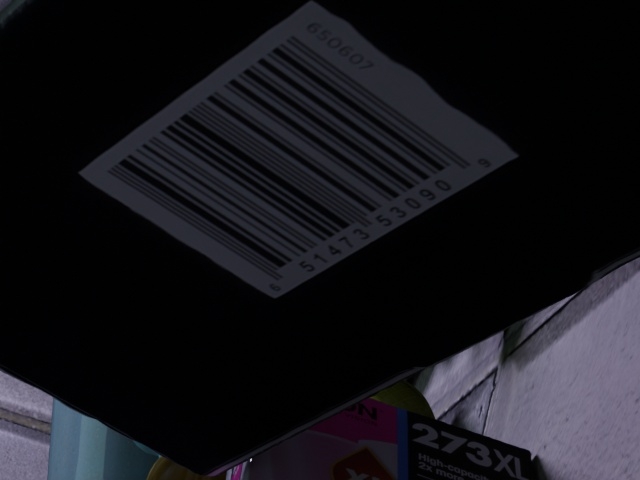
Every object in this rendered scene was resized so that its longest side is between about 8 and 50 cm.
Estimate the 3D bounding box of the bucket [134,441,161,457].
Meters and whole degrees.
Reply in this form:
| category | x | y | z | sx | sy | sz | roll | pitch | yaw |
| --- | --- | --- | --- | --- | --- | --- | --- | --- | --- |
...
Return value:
| category | x | y | z | sx | sy | sz | roll | pitch | yaw |
| --- | --- | --- | --- | --- | --- | --- | --- | --- | --- |
| bucket | -0.083 | 0.092 | 1.864 | 0.183 | 0.281 | 0.281 | 132 | 156 | -67 |

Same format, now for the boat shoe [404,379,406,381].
| category | x | y | z | sx | sy | sz | roll | pitch | yaw |
| --- | --- | --- | --- | --- | --- | --- | --- | --- | --- |
| boat shoe | 0.014 | 0.162 | 1.598 | 0.267 | 0.096 | 0.088 | -59 | 6 | 24 |

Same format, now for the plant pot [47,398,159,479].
| category | x | y | z | sx | sy | sz | roll | pitch | yaw |
| --- | --- | --- | --- | --- | --- | --- | --- | --- | --- |
| plant pot | -0.161 | 0.171 | 2.079 | 0.341 | 0.341 | 0.334 | 122 | 157 | -63 |

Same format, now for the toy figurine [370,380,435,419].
| category | x | y | z | sx | sy | sz | roll | pitch | yaw |
| --- | --- | --- | --- | --- | --- | --- | --- | --- | --- |
| toy figurine | 0.054 | 0.001 | 1.333 | 0.217 | 0.191 | 0.362 | 127 | 160 | -55 |

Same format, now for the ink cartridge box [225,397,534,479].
| category | x | y | z | sx | sy | sz | roll | pitch | yaw |
| --- | --- | --- | --- | --- | --- | --- | --- | --- | --- |
| ink cartridge box | 0.034 | 0.165 | 1.026 | 0.371 | 0.176 | 0.069 | -87 | 17 | -68 |

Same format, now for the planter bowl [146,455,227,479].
| category | x | y | z | sx | sy | sz | roll | pitch | yaw |
| --- | --- | --- | --- | --- | --- | --- | --- | --- | --- |
| planter bowl | -0.006 | 0.190 | 1.251 | 0.090 | 0.217 | 0.217 | -53 | -10 | -51 |

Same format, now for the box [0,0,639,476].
| category | x | y | z | sx | sy | sz | roll | pitch | yaw |
| --- | --- | --- | --- | --- | --- | --- | --- | --- | --- |
| box | 0.014 | -0.208 | 0.934 | 0.480 | 0.297 | 0.471 | -32 | 36 | 40 |
